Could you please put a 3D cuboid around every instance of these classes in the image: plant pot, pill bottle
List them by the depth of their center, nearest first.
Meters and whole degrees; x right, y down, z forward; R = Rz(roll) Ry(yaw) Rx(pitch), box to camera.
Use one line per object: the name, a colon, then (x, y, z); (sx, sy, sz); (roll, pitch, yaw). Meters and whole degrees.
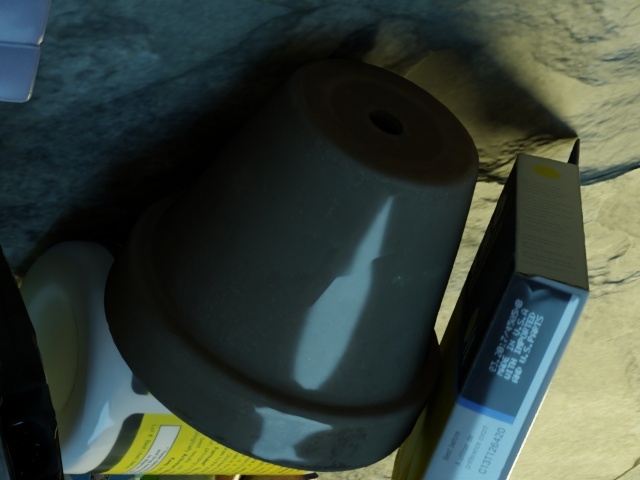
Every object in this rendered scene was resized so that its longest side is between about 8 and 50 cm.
plant pot: (0.000, 0.000, 1.263); (0.263, 0.263, 0.229); (5, 131, -32)
pill bottle: (-0.077, 0.103, 1.451); (0.334, 0.188, 0.188); (6, 147, -33)

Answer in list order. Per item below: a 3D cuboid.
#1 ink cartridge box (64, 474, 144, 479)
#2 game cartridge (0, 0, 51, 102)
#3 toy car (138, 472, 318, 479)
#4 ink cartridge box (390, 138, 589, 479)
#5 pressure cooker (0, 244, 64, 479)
ink cartridge box: (-0.182, 0.366, 1.810); (0.198, 0.270, 0.197); (-31, 148, 30)
game cartridge: (-0.294, -0.180, 0.843); (0.355, 0.068, 0.230); (2, 114, -28)
toy car: (-0.062, 0.227, 1.684); (0.188, 0.148, 0.155); (6, -177, -30)
ink cartridge box: (0.126, 0.094, 1.355); (0.072, 0.307, 0.303); (18, 114, -3)
pressure cooker: (-0.385, 0.183, 1.122); (0.420, 0.375, 0.370); (-15, -172, -19)
